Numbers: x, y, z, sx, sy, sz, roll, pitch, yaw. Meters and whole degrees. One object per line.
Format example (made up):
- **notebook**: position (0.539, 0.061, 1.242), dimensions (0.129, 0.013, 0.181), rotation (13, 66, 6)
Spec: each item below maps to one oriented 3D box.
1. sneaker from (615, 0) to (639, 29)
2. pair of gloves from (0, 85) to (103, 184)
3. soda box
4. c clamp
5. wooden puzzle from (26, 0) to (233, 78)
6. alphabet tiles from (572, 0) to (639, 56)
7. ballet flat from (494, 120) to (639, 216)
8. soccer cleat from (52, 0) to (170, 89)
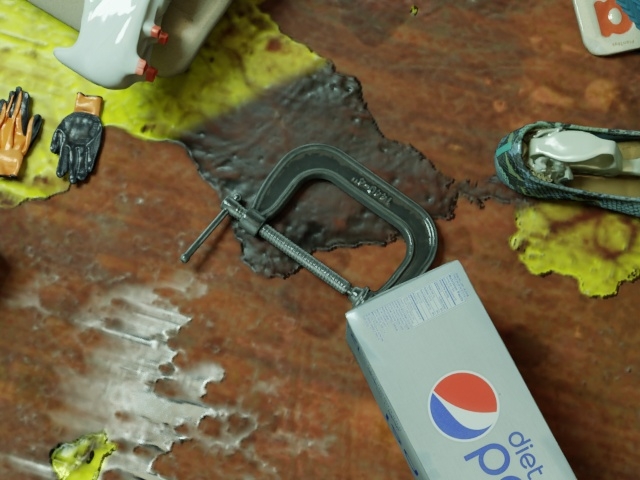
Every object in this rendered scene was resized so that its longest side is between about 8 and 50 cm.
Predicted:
- **sneaker**: position (0.303, -0.149, 1.102), dimensions (0.092, 0.087, 0.229), rotation (-32, 86, -6)
- **pair of gloves**: position (-0.207, -0.079, 1.131), dimensions (0.083, 0.010, 0.074), rotation (6, 74, -2)
- **soda box**: position (0.118, 0.163, 1.024), dimensions (0.091, 0.098, 0.286), rotation (-26, 77, -6)
- **c clamp**: position (0.000, 0.000, 1.108), dimensions (0.160, 0.022, 0.137), rotation (30, 72, 9)
- **wooden puzzle**: position (-0.149, -0.336, 1.168), dimensions (0.322, 0.080, 0.348), rotation (31, 82, 8)
- **alphabet tiles**: position (0.259, -0.290, 1.175), dimensions (0.284, 0.021, 0.278), rotation (-12, 82, -4)
- **ballet flat**: position (0.223, -0.054, 1.099), dimensions (0.188, 0.070, 0.070), rotation (2, 75, 0)
- **soccer cleat**: position (-0.129, -0.204, 1.069), dimensions (0.076, 0.068, 0.196), rotation (20, 83, 8)
